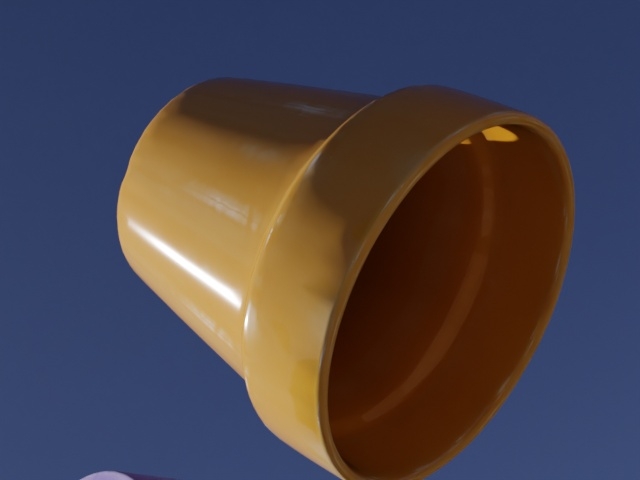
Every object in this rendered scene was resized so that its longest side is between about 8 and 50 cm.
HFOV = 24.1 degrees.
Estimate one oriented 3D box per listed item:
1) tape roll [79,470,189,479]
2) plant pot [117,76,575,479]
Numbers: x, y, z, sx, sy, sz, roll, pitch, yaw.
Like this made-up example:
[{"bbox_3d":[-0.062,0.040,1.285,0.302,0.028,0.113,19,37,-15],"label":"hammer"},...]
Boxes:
[{"bbox_3d":[-0.072,0.201,0.667,0.080,0.189,0.189,14,-61,-32],"label":"tape roll"},{"bbox_3d":[0.000,0.000,0.796,0.205,0.188,0.205,-31,-46,-38],"label":"plant pot"}]
